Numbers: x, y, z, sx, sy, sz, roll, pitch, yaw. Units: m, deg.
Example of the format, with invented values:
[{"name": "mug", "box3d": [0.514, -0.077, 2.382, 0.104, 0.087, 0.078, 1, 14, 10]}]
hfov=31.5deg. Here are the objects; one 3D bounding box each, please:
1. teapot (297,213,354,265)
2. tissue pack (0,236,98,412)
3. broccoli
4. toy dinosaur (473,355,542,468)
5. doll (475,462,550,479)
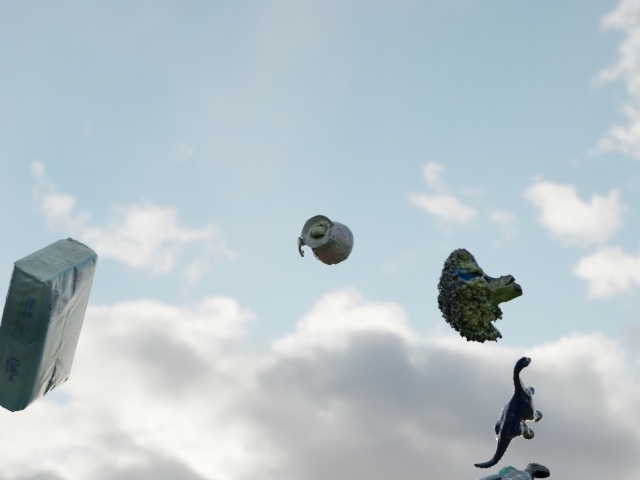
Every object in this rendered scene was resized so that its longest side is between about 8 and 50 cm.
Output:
[{"name": "teapot", "box3d": [0.000, 0.000, 1.594, 0.083, 0.064, 0.064, -20, -30, 20]}, {"name": "tissue pack", "box3d": [-0.468, 0.143, 1.919, 0.089, 0.177, 0.263, 22, -68, 14]}, {"name": "broccoli", "box3d": [0.293, 0.100, 2.095, 0.160, 0.167, 0.154, -20, -46, -2]}, {"name": "toy dinosaur", "box3d": [0.362, 0.344, 2.221, 0.075, 0.248, 0.188, 40, 5, 36]}, {"name": "doll", "box3d": [0.289, 0.443, 1.859, 0.153, 0.258, 0.195, 1, -44, 53]}]
